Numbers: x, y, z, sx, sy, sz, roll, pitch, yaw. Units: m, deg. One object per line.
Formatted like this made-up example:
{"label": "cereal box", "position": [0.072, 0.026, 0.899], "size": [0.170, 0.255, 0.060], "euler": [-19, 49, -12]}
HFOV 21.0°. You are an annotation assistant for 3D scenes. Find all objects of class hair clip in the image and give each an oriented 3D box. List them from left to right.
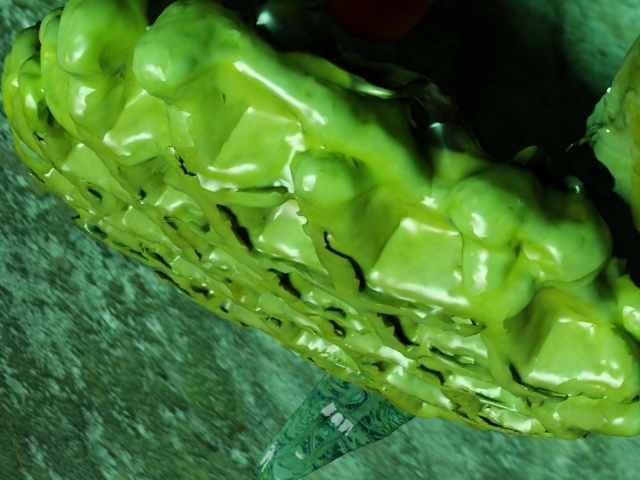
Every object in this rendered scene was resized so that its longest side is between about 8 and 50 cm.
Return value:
{"label": "hair clip", "position": [0.012, 0.120, 1.181], "size": [0.066, 0.036, 0.229], "euler": [45, 143, 1]}

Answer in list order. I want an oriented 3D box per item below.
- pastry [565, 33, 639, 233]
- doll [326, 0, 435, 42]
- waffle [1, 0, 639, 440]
{"label": "pastry", "position": [0.187, -0.034, 0.746], "size": [0.153, 0.081, 0.153], "euler": [23, 133, 27]}
{"label": "doll", "position": [0.042, -0.210, 0.711], "size": [0.200, 0.105, 0.336], "euler": [45, 150, 7]}
{"label": "waffle", "position": [0.000, 0.000, 0.901], "size": [0.380, 0.095, 0.382], "euler": [31, 166, -9]}
